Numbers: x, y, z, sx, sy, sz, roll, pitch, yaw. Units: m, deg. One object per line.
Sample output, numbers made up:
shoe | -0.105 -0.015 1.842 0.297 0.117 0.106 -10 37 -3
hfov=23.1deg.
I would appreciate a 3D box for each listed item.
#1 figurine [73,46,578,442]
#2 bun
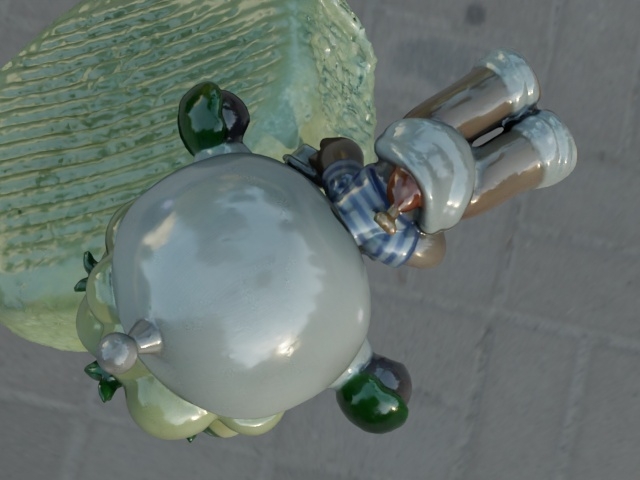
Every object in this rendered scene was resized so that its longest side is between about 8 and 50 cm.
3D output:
figurine | -0.001 0.001 0.578 0.197 0.093 0.147 -30 86 -20
bun | -0.072 -0.036 0.739 0.221 0.108 0.221 -18 48 22
